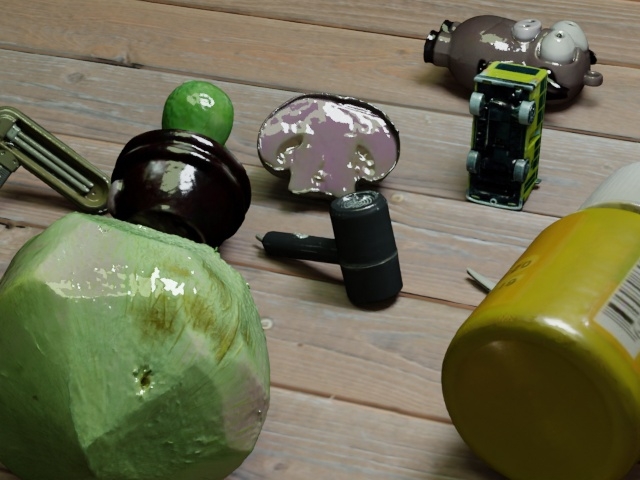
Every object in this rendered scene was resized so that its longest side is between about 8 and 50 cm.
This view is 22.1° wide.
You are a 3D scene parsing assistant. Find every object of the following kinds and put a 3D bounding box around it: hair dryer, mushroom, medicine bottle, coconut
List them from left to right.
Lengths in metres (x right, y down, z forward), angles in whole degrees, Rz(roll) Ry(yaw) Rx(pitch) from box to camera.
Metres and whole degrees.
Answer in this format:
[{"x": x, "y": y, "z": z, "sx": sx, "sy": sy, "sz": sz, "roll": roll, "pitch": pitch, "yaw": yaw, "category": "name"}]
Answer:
[{"x": -0.204, "y": 0.127, "z": 1.663, "sx": 0.328, "sy": 0.281, "sz": 0.328, "roll": 37, "pitch": 27, "yaw": -23, "category": "coconut"}, {"x": 0.000, "y": 0.000, "z": 2.010, "sx": 0.219, "sy": 0.124, "sz": 0.071, "roll": 6, "pitch": 27, "yaw": 41, "category": "hair dryer"}, {"x": 0.013, "y": -0.121, "z": 2.182, "sx": 0.188, "sy": 0.141, "sz": 0.117, "roll": 7, "pitch": 0, "yaw": 4, "category": "mushroom"}, {"x": 0.304, "y": 0.080, "z": 1.756, "sx": 0.224, "sy": 0.224, "sz": 0.384, "roll": 16, "pitch": 38, "yaw": 25, "category": "medicine bottle"}]

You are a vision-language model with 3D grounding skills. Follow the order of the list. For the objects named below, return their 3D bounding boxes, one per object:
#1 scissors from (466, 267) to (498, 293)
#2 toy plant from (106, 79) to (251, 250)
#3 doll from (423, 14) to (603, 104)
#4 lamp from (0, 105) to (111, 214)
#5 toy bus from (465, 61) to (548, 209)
[{"x": 0.217, "y": 0.064, "z": 1.976, "sx": 0.058, "sy": 0.014, "sz": 0.119, "roll": -25, "pitch": 43, "yaw": -33, "category": "scissors"}, {"x": -0.169, "y": -0.080, "z": 2.064, "sx": 0.175, "sy": 0.218, "sz": 0.235, "roll": 15, "pitch": 51, "yaw": 1, "category": "toy plant"}, {"x": 0.287, "y": -0.266, "z": 2.388, "sx": 0.257, "sy": 0.117, "sz": 0.182, "roll": 11, "pitch": 30, "yaw": 23, "category": "doll"}, {"x": -0.398, "y": -0.029, "z": 2.085, "sx": 0.203, "sy": 0.124, "sz": 0.283, "roll": 25, "pitch": 34, "yaw": 3, "category": "lamp"}, {"x": 0.245, "y": -0.138, "z": 2.146, "sx": 0.088, "sy": 0.175, "sz": 0.101, "roll": 12, "pitch": 28, "yaw": 19, "category": "toy bus"}]
